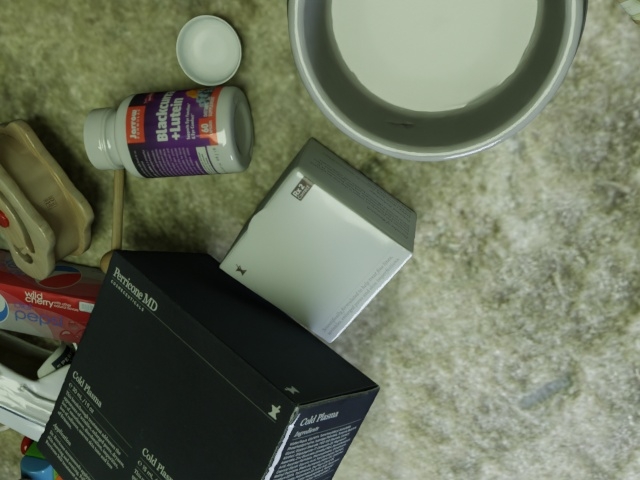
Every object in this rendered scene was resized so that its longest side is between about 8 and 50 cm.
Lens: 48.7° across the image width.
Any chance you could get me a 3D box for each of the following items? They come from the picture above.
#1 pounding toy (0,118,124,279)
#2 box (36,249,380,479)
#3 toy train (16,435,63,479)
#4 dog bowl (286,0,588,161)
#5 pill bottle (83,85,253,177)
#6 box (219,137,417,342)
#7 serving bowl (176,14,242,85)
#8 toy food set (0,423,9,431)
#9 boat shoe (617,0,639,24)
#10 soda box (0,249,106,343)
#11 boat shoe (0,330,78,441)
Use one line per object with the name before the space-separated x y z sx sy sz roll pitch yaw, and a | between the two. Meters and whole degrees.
pounding toy | -0.368 -0.052 0.987 0.269 0.155 0.154 54 142 -7
box | -0.155 0.228 0.905 0.343 0.179 0.312 34 107 30
toy train | -0.489 0.464 1.229 0.105 0.143 0.248 13 118 4
dog bowl | 0.122 -0.246 0.780 0.348 0.102 0.349 4 117 8
pill bottle | -0.190 -0.133 0.890 0.193 0.108 0.108 -3 116 11
box | 0.000 0.000 0.917 0.182 0.119 0.181 36 118 -8
serving bowl | -0.134 -0.234 0.871 0.083 0.027 0.083 3 107 11
toy food set | -0.666 0.202 1.157 0.219 0.092 0.306 -16 113 18
boat shoe | 0.383 -0.294 0.735 0.048 0.056 0.153 41 124 -16
soda box | -0.429 0.080 1.051 0.263 0.092 0.083 11 118 4
boat shoe | -0.406 0.211 1.098 0.367 0.136 0.156 27 103 -11
